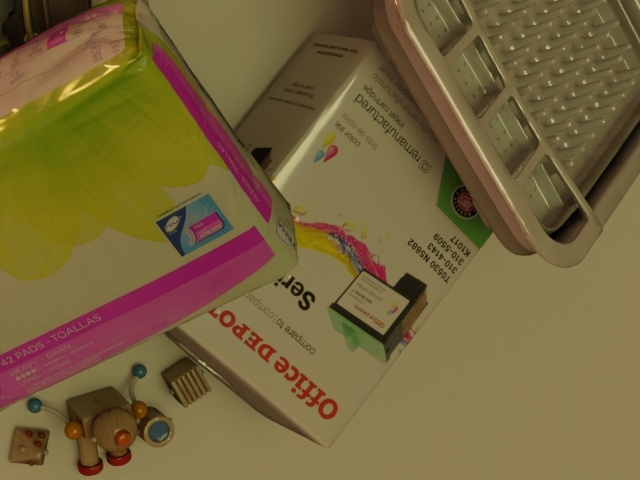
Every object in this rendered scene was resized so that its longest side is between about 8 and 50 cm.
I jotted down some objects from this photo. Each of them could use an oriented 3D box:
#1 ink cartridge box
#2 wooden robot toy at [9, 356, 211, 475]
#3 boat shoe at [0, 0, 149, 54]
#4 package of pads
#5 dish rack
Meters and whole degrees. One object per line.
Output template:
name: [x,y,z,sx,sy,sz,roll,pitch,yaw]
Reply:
ink cartridge box: [0.000,0.000,1.277,0.201,0.117,0.278,43,79,-28]
wooden robot toy: [-0.162,0.155,1.249,0.173,0.079,0.076,-17,108,-23]
boat shoe: [-0.187,-0.172,1.154,0.096,0.116,0.324,6,113,14]
package of pads: [-0.197,-0.017,1.093,0.296,0.101,0.229,-27,127,11]
dish rack: [0.171,-0.156,1.283,0.285,0.072,0.333,57,45,-15]
